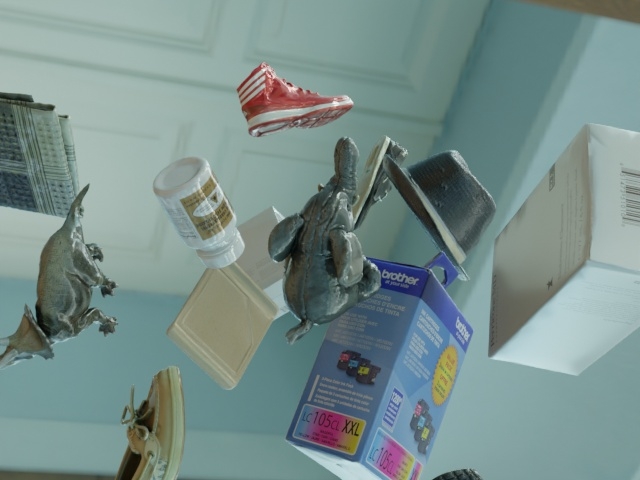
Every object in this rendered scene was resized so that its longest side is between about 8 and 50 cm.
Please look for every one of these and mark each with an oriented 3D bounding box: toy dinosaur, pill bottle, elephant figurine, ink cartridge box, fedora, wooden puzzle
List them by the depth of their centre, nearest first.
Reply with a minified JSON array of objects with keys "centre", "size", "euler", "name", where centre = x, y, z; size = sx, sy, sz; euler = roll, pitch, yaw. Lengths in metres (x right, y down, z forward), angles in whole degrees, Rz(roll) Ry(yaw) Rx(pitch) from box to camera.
[{"centre":[0.000,0.000,1.670],"size":[0.239,0.169,0.186],"euler":[85,-12,-50],"name":"elephant figurine"},{"centre":[-0.375,0.064,1.677],"size":[0.160,0.121,0.313],"euler":[39,69,-70],"name":"toy dinosaur"},{"centre":[0.119,0.205,1.880],"size":[0.270,0.151,0.395],"euler":[48,58,-55],"name":"ink cartridge box"},{"centre":[0.268,-0.076,2.320],"size":[0.152,0.334,0.334],"euler":[-34,-149,5],"name":"fedora"},{"centre":[-0.254,-0.055,2.405],"size":[0.131,0.131,0.229],"euler":[-113,177,-56],"name":"pill bottle"},{"centre":[-0.222,0.184,2.552],"size":[0.044,0.221,0.238],"euler":[-6,-136,50],"name":"wooden puzzle"}]

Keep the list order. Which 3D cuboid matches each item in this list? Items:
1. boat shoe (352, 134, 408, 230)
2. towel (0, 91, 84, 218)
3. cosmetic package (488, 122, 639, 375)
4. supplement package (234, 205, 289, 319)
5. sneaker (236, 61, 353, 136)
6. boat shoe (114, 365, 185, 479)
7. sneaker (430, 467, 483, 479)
[{"centre":[0.124,-0.119,2.527],"size":[0.233,0.079,0.084],"euler":[-64,-159,-10],"name":"boat shoe"},{"centre":[-0.658,-0.188,2.335],"size":[0.324,0.312,0.056],"euler":[91,12,-48],"name":"towel"},{"centre":[0.369,0.026,1.584],"size":[0.385,0.156,0.217],"euler":[116,-17,-61],"name":"cosmetic package"},{"centre":[-0.134,0.067,2.765],"size":[0.194,0.149,0.203],"euler":[-30,-124,13],"name":"supplement package"},{"centre":[-0.048,-0.266,1.994],"size":[0.087,0.221,0.128],"euler":[-33,-105,51],"name":"sneaker"},{"centre":[-0.246,0.302,1.567],"size":[0.104,0.089,0.285],"euler":[-113,-147,-63],"name":"boat shoe"},{"centre":[0.225,0.583,2.448],"size":[0.107,0.283,0.124],"euler":[54,-2,-2],"name":"sneaker"}]
